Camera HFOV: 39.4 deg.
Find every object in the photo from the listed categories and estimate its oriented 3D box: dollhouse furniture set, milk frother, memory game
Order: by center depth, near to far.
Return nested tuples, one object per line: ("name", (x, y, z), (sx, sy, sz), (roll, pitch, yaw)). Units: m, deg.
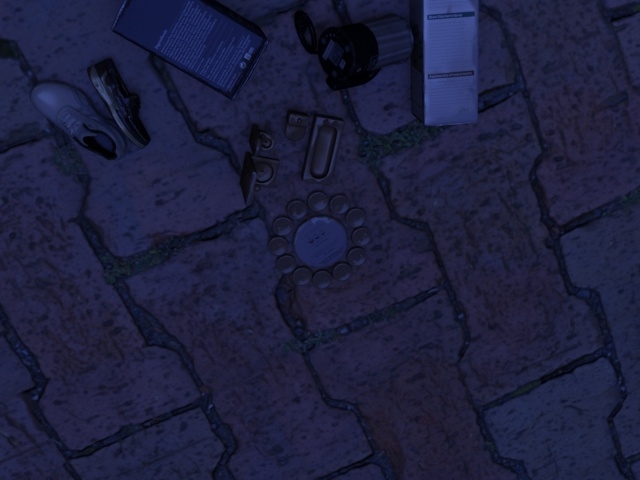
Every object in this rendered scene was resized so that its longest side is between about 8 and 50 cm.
("milk frother", (0.047, -0.324, 1.424), (0.135, 0.129, 0.143), (-23, 84, -37))
("dollhouse furniture set", (-0.041, -0.131, 1.462), (0.151, 0.123, 0.144), (9, 109, -13))
("memory game", (0.000, 0.000, 1.579), (0.186, 0.012, 0.186), (-3, 111, -9))

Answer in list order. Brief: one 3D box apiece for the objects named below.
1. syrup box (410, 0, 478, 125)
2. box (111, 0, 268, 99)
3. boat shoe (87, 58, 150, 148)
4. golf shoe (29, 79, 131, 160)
("syrup box", (0.200, -0.313, 1.448), (0.096, 0.093, 0.236), (-5, 111, -7))
("box", (-0.197, -0.320, 1.349), (0.207, 0.153, 0.108), (28, 103, -19))
("boat shoe", (-0.311, -0.218, 1.421), (0.049, 0.056, 0.152), (-29, 112, 8))
("golf shoe", (-0.378, -0.187, 1.407), (0.176, 0.086, 0.069), (33, 104, -18))
